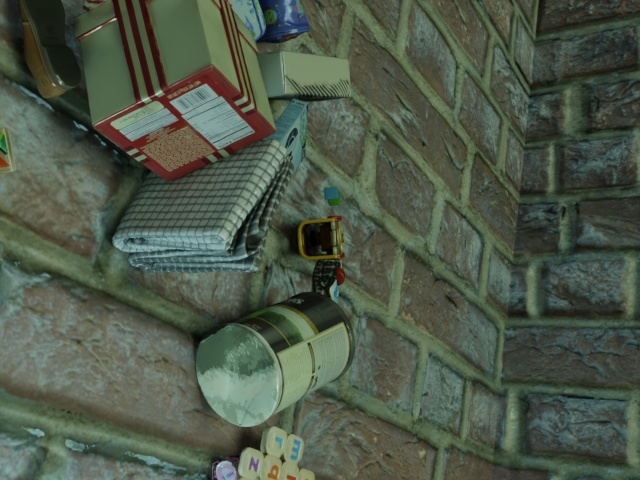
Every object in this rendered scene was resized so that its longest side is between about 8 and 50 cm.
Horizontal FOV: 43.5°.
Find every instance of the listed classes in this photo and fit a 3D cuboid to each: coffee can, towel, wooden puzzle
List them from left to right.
[{"bbox_3d":[-0.487,-0.133,1.189,0.078,0.014,0.116,-31,114,-53],"label":"wooden puzzle"},{"bbox_3d":[-0.194,-0.059,1.389,0.121,0.283,0.235,57,45,-39],"label":"towel"},{"bbox_3d":[-0.084,0.230,1.610,0.275,0.201,0.202,-17,102,-56],"label":"coffee can"}]

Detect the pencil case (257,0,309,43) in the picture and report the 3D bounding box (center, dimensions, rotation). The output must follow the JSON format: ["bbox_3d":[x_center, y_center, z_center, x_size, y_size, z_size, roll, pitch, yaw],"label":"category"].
[{"bbox_3d":[-0.098,-0.579,1.723,0.133,0.119,0.306,-22,106,-64],"label":"pencil case"}]

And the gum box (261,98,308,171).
[{"bbox_3d":[-0.082,-0.189,1.729,0.157,0.041,0.184,94,20,-48],"label":"gum box"}]

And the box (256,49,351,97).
[{"bbox_3d":[-0.047,-0.363,1.794,0.275,0.113,0.094,-13,100,-55],"label":"box"}]

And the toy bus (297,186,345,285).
[{"bbox_3d":[-0.001,-0.005,1.842,0.191,0.104,0.202,-89,173,-45],"label":"toy bus"}]

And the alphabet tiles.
[{"bbox_3d":[-0.099,0.527,1.617,0.278,0.021,0.284,39,55,-51],"label":"alphabet tiles"}]

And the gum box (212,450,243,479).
[{"bbox_3d":[-0.156,0.518,1.608,0.107,0.062,0.189,-4,91,-58],"label":"gum box"}]

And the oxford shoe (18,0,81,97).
[{"bbox_3d":[-0.437,-0.321,1.237,0.076,0.076,0.212,-2,74,-55],"label":"oxford shoe"}]

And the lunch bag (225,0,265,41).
[{"bbox_3d":[-0.198,-0.482,1.591,0.176,0.090,0.219,-49,128,-50],"label":"lunch bag"}]

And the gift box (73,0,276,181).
[{"bbox_3d":[-0.234,-0.293,1.298,0.276,0.255,0.258,51,20,-60],"label":"gift box"}]

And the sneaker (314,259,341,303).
[{"bbox_3d":[0.017,0.114,1.922,0.073,0.063,0.162,54,46,-67],"label":"sneaker"}]
